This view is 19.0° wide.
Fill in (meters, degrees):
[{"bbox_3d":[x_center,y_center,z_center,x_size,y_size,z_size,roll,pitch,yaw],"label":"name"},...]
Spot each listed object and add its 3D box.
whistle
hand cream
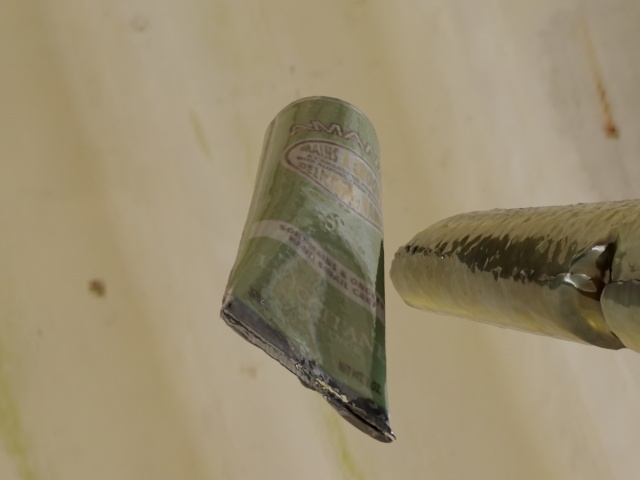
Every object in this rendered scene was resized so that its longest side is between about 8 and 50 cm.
[{"bbox_3d":[0.113,0.013,0.790,0.068,0.057,0.326,-40,-168,-13],"label":"whistle"},{"bbox_3d":[0.000,0.000,0.832,0.086,0.055,0.235,36,-158,-15],"label":"hand cream"}]
